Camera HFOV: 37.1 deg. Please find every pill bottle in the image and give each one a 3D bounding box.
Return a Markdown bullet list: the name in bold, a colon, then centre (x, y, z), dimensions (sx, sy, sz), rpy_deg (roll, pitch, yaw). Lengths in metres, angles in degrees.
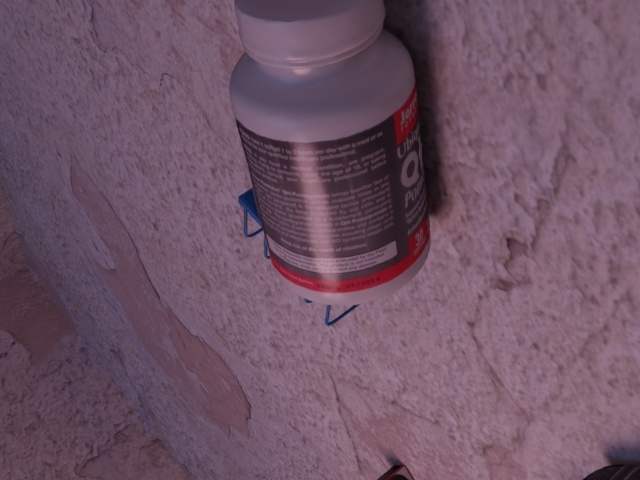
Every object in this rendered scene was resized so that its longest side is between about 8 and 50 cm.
- **pill bottle**: centre (0.010, -0.104, 0.931), dimensions (0.176, 0.176, 0.318), rpy_deg (34, 148, 40)

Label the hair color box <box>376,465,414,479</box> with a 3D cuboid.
- **hair color box**: centre (0.135, 0.429, 1.483), dimensions (0.141, 0.072, 0.043), rpy_deg (57, 157, -1)

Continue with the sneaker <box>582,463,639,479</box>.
- **sneaker**: centre (0.347, 0.297, 0.914), dimensions (0.132, 0.086, 0.228), rpy_deg (59, 155, -12)

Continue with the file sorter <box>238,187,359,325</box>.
- **file sorter**: centre (0.000, 0.000, 1.154), dimensions (0.170, 0.118, 0.104), rpy_deg (47, 158, 21)
